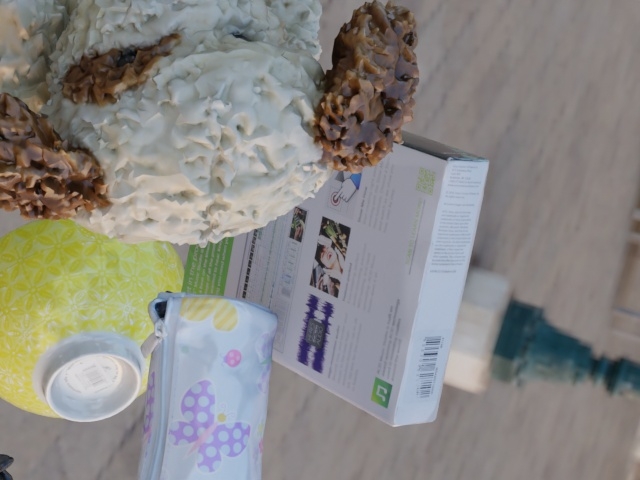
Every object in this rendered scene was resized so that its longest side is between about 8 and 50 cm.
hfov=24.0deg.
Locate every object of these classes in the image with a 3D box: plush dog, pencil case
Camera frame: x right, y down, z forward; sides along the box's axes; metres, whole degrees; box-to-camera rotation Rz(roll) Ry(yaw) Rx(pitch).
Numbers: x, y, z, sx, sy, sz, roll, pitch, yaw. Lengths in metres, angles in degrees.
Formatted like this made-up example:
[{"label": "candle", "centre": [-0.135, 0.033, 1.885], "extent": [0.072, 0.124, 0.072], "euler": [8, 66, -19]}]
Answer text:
[{"label": "plush dog", "centre": [-0.079, -0.074, 0.714], "extent": [0.225, 0.262, 0.210], "euler": [-122, -160, -56]}, {"label": "pencil case", "centre": [-0.104, 0.179, 1.281], "extent": [0.124, 0.114, 0.273], "euler": [23, 69, -63]}]

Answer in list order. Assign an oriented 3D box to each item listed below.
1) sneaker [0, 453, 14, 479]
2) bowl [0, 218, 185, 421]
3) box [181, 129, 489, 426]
[{"label": "sneaker", "centre": [-0.278, 0.289, 1.363], "extent": [0.130, 0.286, 0.109], "euler": [-14, 137, -32]}, {"label": "bowl", "centre": [-0.286, 0.124, 1.807], "extent": [0.156, 0.290, 0.289], "euler": [-114, -162, -45]}, {"label": "box", "centre": [0.000, 0.000, 1.342], "extent": [0.058, 0.322, 0.232], "euler": [0, 107, -42]}]
